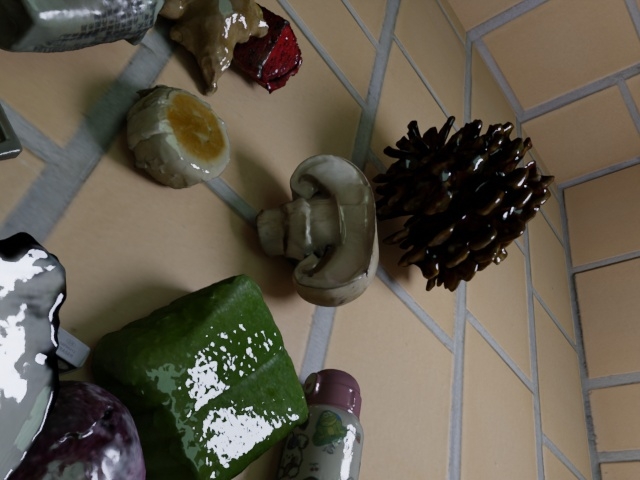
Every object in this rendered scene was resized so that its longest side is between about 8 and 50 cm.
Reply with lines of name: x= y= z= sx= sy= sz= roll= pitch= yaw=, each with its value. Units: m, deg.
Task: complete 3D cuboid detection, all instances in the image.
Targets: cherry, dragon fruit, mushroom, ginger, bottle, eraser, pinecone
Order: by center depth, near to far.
cherry: x=-0.243 y=0.225 z=0.488 sx=0.195 sy=0.195 sz=0.195 roll=29 pitch=51 yaw=-43
eraser: x=-0.303 y=0.095 z=0.576 sx=0.122 sy=0.052 sz=0.029 roll=48 pitch=39 yaw=-29
bottle: x=0.002 y=0.314 z=0.824 sx=0.120 sy=0.120 sz=0.253 roll=43 pitch=41 yaw=-32
ginger: x=-0.190 y=-0.385 z=0.917 sx=0.218 sy=0.123 sz=0.270 roll=3 pitch=79 yaw=-28
mushroom: x=0.000 y=0.000 z=0.954 sx=0.189 sy=0.195 sz=0.254 roll=76 pitch=9 yaw=-61
dragon fruit: x=-0.113 y=-0.358 z=1.058 sx=0.127 sy=0.121 sz=0.161 roll=33 pitch=-1 yaw=17
pinecone: x=0.293 y=-0.102 z=1.224 sx=0.397 sy=0.397 sz=0.398 roll=29 pitch=51 yaw=-43

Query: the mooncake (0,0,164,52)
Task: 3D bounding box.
mooncake: x=-0.334 y=-0.357 z=0.693 sx=0.254 sy=0.136 sz=0.250 roll=-27 pitch=94 yaw=-50

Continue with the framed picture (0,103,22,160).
framed picture: x=-0.517 y=-0.175 z=0.446 sx=0.446 sy=0.028 sz=0.326 roll=-32 pitch=99 yaw=-55

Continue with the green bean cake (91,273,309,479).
green bean cake: x=-0.145 y=0.178 z=0.692 sx=0.248 sy=0.124 sz=0.222 roll=-23 pitch=90 yaw=-58

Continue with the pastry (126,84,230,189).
pastry: x=-0.205 y=-0.150 z=0.808 sx=0.165 sy=0.088 sz=0.166 roll=33 pitch=47 yaw=-45

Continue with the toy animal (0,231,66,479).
toy animal: x=-0.324 y=0.095 z=0.353 sx=0.212 sy=0.266 sz=0.213 roll=-15 pitch=90 yaw=-73
